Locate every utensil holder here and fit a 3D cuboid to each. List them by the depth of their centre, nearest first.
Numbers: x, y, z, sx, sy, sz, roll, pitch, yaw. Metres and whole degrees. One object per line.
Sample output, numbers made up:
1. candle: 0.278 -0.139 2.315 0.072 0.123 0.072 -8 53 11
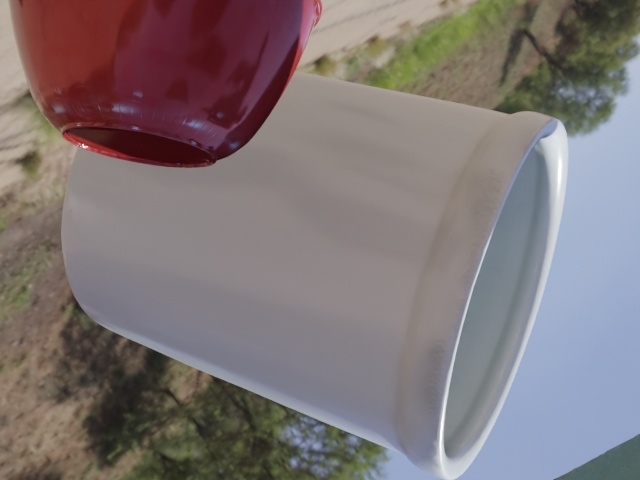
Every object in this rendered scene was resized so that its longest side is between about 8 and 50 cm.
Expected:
1. utensil holder: 0.000 0.000 0.814 0.385 0.328 0.327 18 -141 23

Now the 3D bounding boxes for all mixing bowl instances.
1. mixing bowl: -0.094 -0.099 0.482 0.181 0.098 0.181 7 173 1

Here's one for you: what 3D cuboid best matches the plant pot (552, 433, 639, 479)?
1. plant pot: 0.299 0.279 0.537 0.247 0.248 0.252 -39 -163 26
